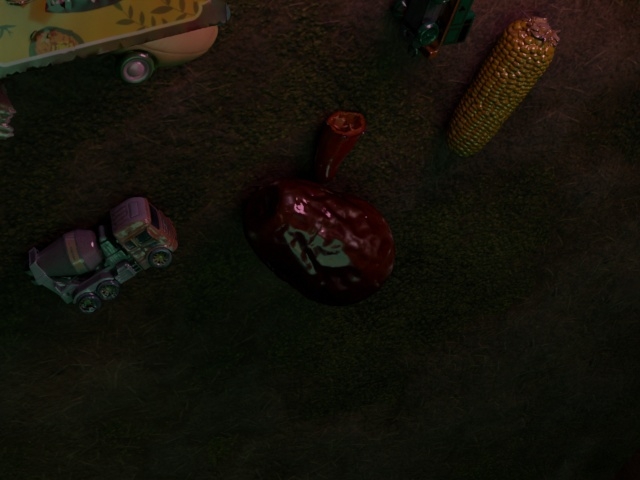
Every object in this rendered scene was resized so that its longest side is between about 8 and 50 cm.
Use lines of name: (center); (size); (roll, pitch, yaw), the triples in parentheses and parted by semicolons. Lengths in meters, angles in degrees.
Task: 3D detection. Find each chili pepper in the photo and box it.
chili pepper: (0.023, -0.162, 2.210); (0.088, 0.065, 0.169); (-17, 149, -34)

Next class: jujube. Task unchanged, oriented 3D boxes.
jujube: (0.000, 0.000, 2.268); (0.223, 0.223, 0.318); (-43, 131, 19)

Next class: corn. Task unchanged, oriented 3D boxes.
corn: (0.327, -0.282, 2.208); (0.106, 0.106, 0.305); (6, 133, -35)

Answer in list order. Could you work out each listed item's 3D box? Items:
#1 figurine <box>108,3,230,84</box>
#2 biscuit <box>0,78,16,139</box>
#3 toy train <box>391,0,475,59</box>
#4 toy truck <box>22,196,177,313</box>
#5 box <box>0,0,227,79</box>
figurine: (-0.279, -0.369, 1.751); (0.222, 0.124, 0.325); (-41, 135, 17)
biscuit: (-0.569, -0.218, 1.764); (0.239, 0.108, 0.061); (10, 123, -36)
toy train: (0.207, -0.406, 2.015); (0.136, 0.091, 0.227); (-11, 139, -35)
toy truck: (-0.394, 0.021, 2.137); (0.257, 0.108, 0.140); (-31, 128, 10)
box: (-0.327, -0.442, 1.508); (0.373, 0.138, 0.420); (-19, 123, -23)
